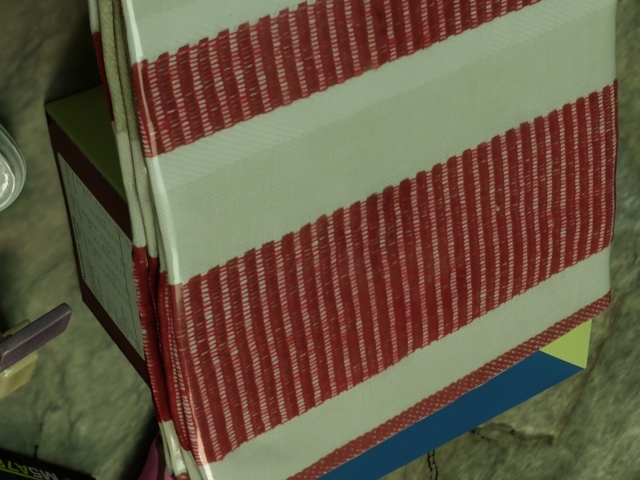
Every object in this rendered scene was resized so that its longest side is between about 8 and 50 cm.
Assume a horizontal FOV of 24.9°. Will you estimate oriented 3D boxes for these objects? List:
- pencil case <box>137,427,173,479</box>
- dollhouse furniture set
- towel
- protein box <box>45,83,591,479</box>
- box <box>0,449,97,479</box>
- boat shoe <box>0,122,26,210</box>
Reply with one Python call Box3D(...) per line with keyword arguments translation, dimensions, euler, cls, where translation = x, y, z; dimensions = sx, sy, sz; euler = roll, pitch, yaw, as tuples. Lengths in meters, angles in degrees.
Box3D(translation=(-0.046, 0.124, 0.882), dimensions=(0.095, 0.098, 0.209), euler=(1, 121, -40), cls="pencil case")
Box3D(translation=(-0.192, 0.044, 0.740), dimensions=(0.091, 0.081, 0.114), euler=(-34, 172, -24), cls="dollhouse furniture set")
Box3D(translation=(0.025, -0.073, 0.540), dimensions=(0.237, 0.037, 0.329), euler=(-25, 125, -30), cls="towel")
Box3D(translation=(0.000, 0.000, 0.734), dimensions=(0.199, 0.201, 0.136), euler=(-24, 135, -23), cls="protein box")
Box3D(translation=(-0.236, 0.198, 0.827), dimensions=(0.191, 0.045, 0.184), euler=(-51, 142, 7), cls="box")
Box3D(translation=(-0.196, -0.047, 0.638), dimensions=(0.066, 0.063, 0.184), euler=(-47, 139, 3), cls="boat shoe")
